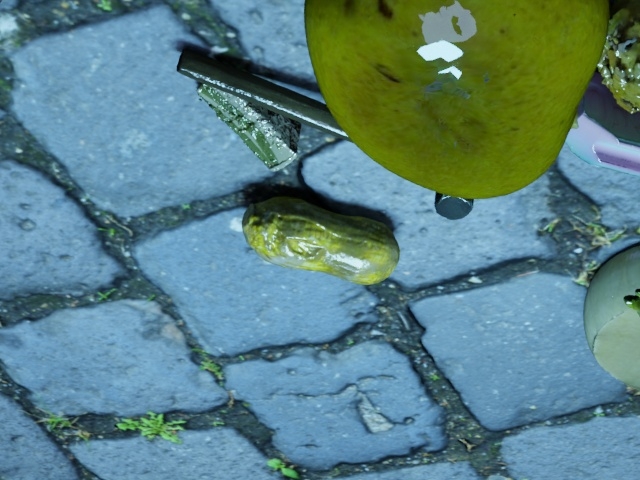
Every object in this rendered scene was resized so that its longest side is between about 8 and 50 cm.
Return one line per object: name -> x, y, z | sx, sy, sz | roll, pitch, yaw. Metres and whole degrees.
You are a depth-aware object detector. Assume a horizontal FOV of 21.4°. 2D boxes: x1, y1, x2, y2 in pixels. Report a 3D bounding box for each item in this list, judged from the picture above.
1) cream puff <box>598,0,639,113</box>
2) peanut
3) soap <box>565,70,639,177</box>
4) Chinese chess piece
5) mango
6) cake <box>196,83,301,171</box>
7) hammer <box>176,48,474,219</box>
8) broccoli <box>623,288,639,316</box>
cream puff -> 0.372, -0.191, 1.742 | 0.189, 0.129, 0.189 | -1, 142, -1
peanut -> 0.000, 0.000, 2.065 | 0.206, 0.087, 0.087 | 14, 143, -19
soap -> 0.328, -0.128, 1.855 | 0.149, 0.100, 0.056 | 15, 140, -15
Chinese chess piece -> 0.461, 0.099, 2.160 | 0.249, 0.103, 0.250 | 2, 145, 2
mango -> 0.146, -0.190, 1.696 | 0.301, 0.221, 0.445 | -14, 150, 12
cake -> -0.080, -0.144, 1.922 | 0.051, 0.055, 0.140 | -28, 117, 37
hammer -> 0.011, -0.131, 1.887 | 0.365, 0.111, 0.043 | 21, 139, -14
broccoli -> 0.509, 0.013, 1.901 | 0.272, 0.334, 0.324 | 11, 136, 51
